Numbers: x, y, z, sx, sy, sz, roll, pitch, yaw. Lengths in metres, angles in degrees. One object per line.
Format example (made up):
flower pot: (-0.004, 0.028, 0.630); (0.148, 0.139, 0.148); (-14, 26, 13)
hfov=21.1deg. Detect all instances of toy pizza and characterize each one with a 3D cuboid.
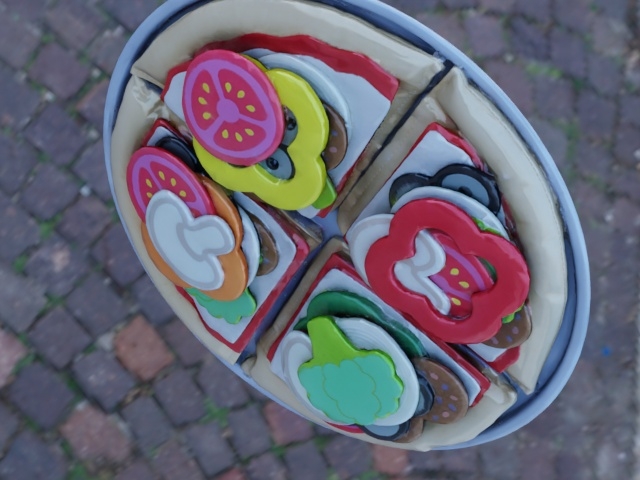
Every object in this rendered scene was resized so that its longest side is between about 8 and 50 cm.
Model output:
toy pizza: (0.000, 0.000, 0.616); (0.201, 0.201, 0.032); (47, 47, -4)
